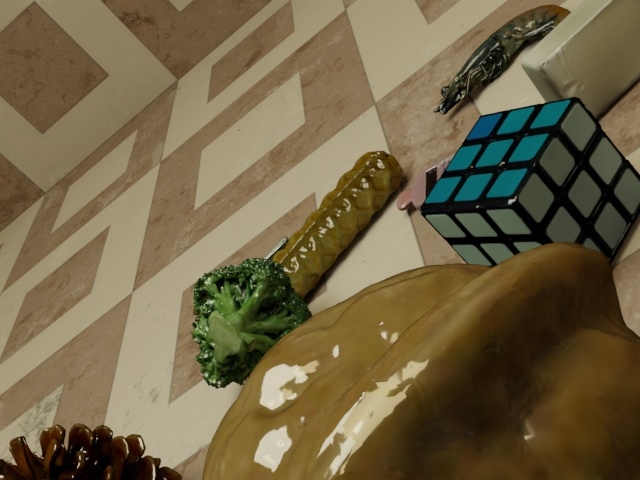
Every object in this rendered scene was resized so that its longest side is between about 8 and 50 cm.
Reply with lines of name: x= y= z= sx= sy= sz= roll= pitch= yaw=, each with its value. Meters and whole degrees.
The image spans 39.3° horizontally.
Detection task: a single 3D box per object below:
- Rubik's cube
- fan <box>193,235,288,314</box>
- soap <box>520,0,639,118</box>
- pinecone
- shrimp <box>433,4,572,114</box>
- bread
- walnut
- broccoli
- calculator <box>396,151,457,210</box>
Rubik's cube: x=0.243 y=-0.044 z=1.020 sx=0.160 sy=0.163 sz=0.162 roll=-55 pitch=23 yaw=-21
fan: x=-0.139 y=0.072 z=1.589 sx=0.227 sy=0.008 sz=0.152 roll=-43 pitch=24 yaw=3
soap: x=0.372 y=-0.252 z=1.190 sx=0.183 sy=0.121 sz=0.064 roll=-43 pitch=26 yaw=1
pinecone: x=-0.322 y=0.355 z=1.153 sx=0.264 sy=0.264 sz=0.264 roll=-34 pitch=27 yaw=20
shrimp: x=0.303 y=-0.284 z=1.430 sx=0.262 sy=0.051 sz=0.198 roll=-42 pitch=25 yaw=-2
bread: x=0.001 y=0.001 z=1.414 sx=0.367 sy=0.077 sz=0.084 roll=-50 pitch=22 yaw=-11
walnut: x=0.108 y=0.193 z=0.688 sx=0.384 sy=0.383 sz=0.383 roll=-34 pitch=27 yaw=20
broccoli: x=-0.107 y=0.118 z=1.270 sx=0.195 sy=0.195 sz=0.156 roll=-28 pitch=-1 yaw=31
calculator: x=0.186 y=-0.089 z=1.335 sx=0.166 sy=0.024 sz=0.103 roll=-28 pitch=30 yaw=26
